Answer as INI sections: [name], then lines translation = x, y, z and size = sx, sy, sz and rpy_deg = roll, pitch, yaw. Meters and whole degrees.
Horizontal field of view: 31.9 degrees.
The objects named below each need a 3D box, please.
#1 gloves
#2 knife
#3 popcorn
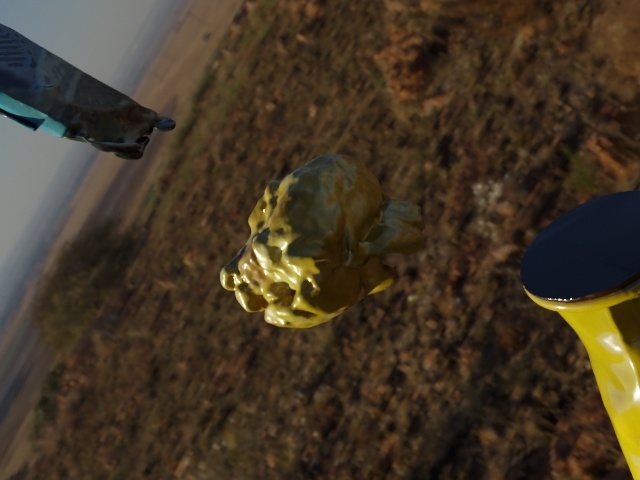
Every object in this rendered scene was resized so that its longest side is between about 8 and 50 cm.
[gloves]
translation = 0.258, 0.115, 0.819
size = 0.116, 0.294, 0.133
rpy_deg = -6, 34, 45
[knife]
translation = -0.189, -0.100, 0.426
size = 0.026, 0.296, 0.044
rpy_deg = -46, 26, 38
[popcorn]
translation = 0.003, -0.002, 1.391
size = 0.253, 0.190, 0.191
rpy_deg = -23, -3, -27
